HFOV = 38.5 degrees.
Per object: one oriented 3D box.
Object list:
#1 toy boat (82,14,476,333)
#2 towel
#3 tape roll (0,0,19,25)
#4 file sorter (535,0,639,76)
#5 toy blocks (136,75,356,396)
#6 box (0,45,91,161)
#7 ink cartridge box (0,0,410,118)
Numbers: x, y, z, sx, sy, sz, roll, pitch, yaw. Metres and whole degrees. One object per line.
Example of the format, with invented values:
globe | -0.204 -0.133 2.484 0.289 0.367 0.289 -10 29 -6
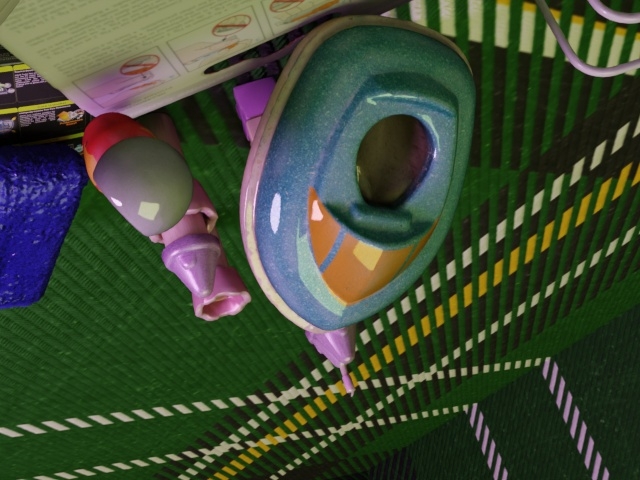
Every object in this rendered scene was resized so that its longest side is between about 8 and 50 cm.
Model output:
toy boat | -0.021 -0.043 0.702 0.318 0.148 0.267 3 110 -25
towel | -0.363 0.008 0.767 0.308 0.076 0.227 -8 157 -32
tape roll | -0.100 -0.163 0.243 0.100 0.286 0.286 33 133 -14
file sorter | 0.266 -0.282 0.669 0.193 0.173 0.278 -18 156 -8
toy blocks | 0.000 0.000 0.939 0.309 0.260 0.288 -19 156 -4
box | -0.288 -0.099 0.761 0.190 0.045 0.184 -12 152 -19
ink cartridge box | -0.063 -0.207 0.578 0.308 0.091 0.385 -23 173 1
